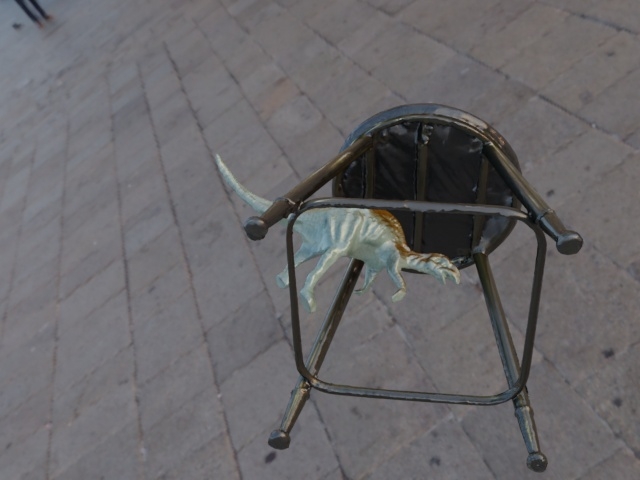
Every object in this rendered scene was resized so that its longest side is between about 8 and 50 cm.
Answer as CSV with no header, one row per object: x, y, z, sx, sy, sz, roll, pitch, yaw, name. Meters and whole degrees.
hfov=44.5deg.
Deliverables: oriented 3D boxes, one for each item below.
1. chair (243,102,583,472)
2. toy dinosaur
0.131,0.025,1.084,0.362,0.364,0.410,3,34,9,chair
0.000,0.000,1.149,0.393,0.092,0.205,36,70,16,toy dinosaur
